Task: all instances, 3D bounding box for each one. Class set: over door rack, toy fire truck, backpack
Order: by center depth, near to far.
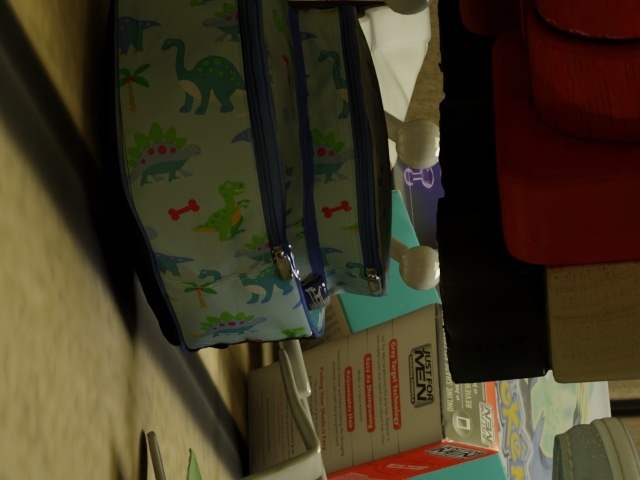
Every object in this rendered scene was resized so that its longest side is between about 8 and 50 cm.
[{"bbox_3d":[0.066,-0.105,0.544,0.217,0.158,0.246,-83,167,-57],"label":"toy fire truck"},{"bbox_3d":[-0.022,-0.032,0.558,0.114,0.084,0.105,71,11,-60],"label":"backpack"},{"bbox_3d":[0.000,0.000,0.748,0.239,0.108,0.324,81,7,-60],"label":"over door rack"}]

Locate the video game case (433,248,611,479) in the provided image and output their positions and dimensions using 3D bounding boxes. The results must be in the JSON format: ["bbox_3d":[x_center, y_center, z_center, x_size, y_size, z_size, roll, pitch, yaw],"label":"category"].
[{"bbox_3d":[0.149,0.168,1.261,0.300,0.036,0.329,-1,84,-64],"label":"video game case"}]

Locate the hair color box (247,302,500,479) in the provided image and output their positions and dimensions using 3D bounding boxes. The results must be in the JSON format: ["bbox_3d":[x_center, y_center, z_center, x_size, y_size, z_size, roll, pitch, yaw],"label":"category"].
[{"bbox_3d":[0.023,0.086,0.911,0.141,0.043,0.072,-23,-119,44],"label":"hair color box"}]

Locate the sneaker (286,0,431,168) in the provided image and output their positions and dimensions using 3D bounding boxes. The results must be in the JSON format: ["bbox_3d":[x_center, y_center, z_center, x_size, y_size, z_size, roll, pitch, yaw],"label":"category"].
[{"bbox_3d":[0.003,-0.085,1.093,0.290,0.105,0.123,-40,131,-73],"label":"sneaker"}]

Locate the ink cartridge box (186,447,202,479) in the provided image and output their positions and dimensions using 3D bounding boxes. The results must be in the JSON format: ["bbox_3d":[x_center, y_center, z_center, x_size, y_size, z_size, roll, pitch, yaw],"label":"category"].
[{"bbox_3d":[-0.017,0.204,0.533,0.171,0.056,0.235,82,12,-55],"label":"ink cartridge box"}]

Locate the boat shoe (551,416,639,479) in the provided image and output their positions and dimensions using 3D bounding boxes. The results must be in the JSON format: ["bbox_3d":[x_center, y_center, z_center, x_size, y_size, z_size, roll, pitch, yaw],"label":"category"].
[{"bbox_3d":[0.133,0.255,1.043,0.118,0.103,0.320,88,10,-74],"label":"boat shoe"}]

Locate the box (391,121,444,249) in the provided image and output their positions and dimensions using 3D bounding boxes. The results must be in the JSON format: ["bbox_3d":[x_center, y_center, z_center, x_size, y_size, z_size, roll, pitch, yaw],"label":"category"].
[{"bbox_3d":[0.064,0.055,1.285,0.184,0.103,0.261,1,83,-56],"label":"box"}]

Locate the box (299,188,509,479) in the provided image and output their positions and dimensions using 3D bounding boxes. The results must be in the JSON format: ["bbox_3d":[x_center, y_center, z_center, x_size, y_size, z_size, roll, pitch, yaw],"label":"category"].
[{"bbox_3d":[0.045,0.103,1.023,0.244,0.060,0.100,70,-23,8],"label":"box"}]
